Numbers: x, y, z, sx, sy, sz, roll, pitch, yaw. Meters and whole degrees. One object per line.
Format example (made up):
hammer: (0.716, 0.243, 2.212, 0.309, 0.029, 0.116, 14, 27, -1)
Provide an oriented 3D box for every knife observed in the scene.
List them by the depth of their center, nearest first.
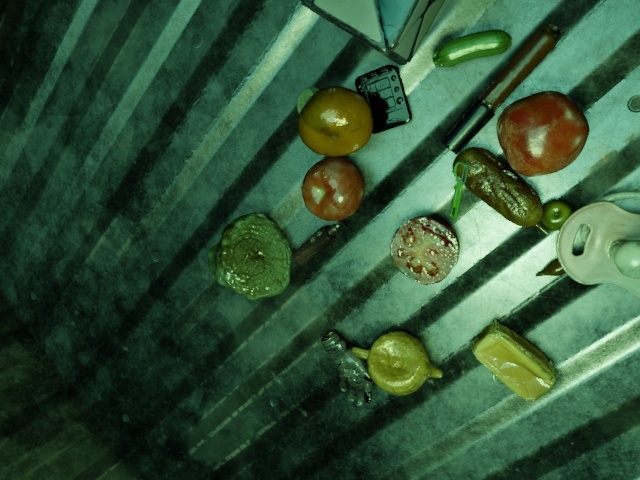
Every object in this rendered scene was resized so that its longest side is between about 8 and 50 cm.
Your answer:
knife: (0.409, -0.151, 1.390, 0.054, 0.015, 0.212, 40, 149, 37)

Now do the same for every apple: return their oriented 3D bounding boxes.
apple: (0.673, -0.073, 1.312, 0.089, 0.074, 0.090, -6, 77, 29)

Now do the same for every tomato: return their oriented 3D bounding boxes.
tomato: (0.597, -0.286, 1.236, 0.232, 0.188, 0.232, 5, 105, 21)
tomato: (0.338, 0.026, 1.474, 0.225, 0.085, 0.225, 7, 107, 23)
tomato: (0.044, -0.168, 1.505, 0.208, 0.184, 0.208, 8, 106, 29)

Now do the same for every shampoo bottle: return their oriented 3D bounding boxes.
shampoo bottle: (0.000, 0.001, 1.626, 0.236, 0.067, 0.068, -41, 74, 25)

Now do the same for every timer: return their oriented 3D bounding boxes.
timer: (0.200, -0.446, 1.454, 0.144, 0.055, 0.187, -13, 100, 28)

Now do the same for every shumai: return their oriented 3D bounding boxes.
shumai: (-0.277, 0.085, 1.685, 0.263, 0.309, 0.304, -28, 98, 50)

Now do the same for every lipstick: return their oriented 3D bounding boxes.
lipstick: (0.507, -0.424, 1.308, 0.077, 0.077, 0.418, 44, 114, 9)

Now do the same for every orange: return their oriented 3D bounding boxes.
orange: (0.046, -0.369, 1.426, 0.240, 0.240, 0.171, -12, 58, 25)

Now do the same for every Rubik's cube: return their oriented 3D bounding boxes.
Rubik's cube: (0.173, -0.706, 1.268, 0.307, 0.305, 0.310, 35, 112, 12)

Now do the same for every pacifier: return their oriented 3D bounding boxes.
pacifier: (0.802, 0.027, 1.201, 0.332, 0.273, 0.220, 15, 140, 19)

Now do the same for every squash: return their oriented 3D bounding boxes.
squash: (0.431, -0.552, 1.318, 0.219, 0.068, 0.077, -9, 102, 26)

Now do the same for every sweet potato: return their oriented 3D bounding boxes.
sweet potato: (0.692, 0.084, 1.356, 0.117, 0.049, 0.049, -28, 89, 33)

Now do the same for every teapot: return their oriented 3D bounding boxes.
teapot: (0.255, 0.416, 1.560, 0.311, 0.167, 0.203, 8, 70, 21)

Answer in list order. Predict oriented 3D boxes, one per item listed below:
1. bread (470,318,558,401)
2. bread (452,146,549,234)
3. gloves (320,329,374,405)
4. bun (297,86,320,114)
bread: (0.597, 0.369, 1.421, 0.241, 0.107, 0.136, 40, 116, 12)
bread: (0.525, -0.140, 1.331, 0.344, 0.084, 0.124, 48, 131, 17)
gloves: (0.105, 0.450, 1.652, 0.142, 0.119, 0.285, -37, 71, 37)
bun: (-0.023, -0.454, 1.540, 0.115, 0.069, 0.115, 2, 94, 43)
